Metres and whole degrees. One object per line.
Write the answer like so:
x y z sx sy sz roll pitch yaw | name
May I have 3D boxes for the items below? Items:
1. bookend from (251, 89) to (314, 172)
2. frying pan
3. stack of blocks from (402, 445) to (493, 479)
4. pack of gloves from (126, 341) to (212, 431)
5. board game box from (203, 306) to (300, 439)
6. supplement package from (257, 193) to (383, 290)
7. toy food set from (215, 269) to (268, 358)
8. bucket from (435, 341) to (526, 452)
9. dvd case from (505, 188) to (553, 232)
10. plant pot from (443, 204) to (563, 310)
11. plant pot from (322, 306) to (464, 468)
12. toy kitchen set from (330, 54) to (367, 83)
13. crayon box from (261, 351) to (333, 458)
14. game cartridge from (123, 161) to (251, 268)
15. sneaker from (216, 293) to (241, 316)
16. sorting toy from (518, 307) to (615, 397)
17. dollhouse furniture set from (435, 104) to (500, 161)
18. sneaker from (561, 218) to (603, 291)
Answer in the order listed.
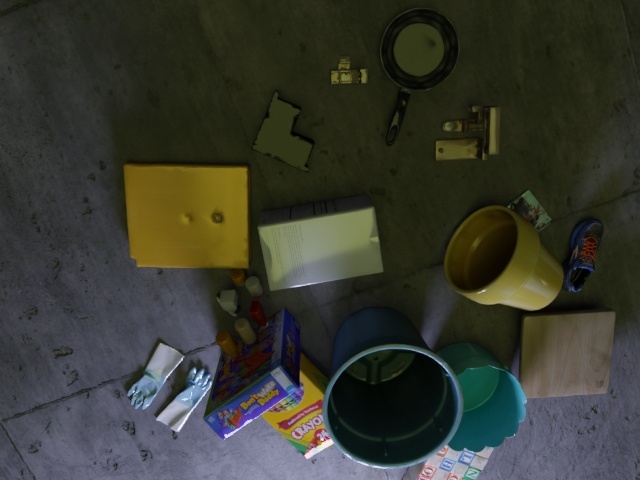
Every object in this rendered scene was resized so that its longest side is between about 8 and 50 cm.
-0.074 -0.278 1.524 0.156 0.072 0.157 21 104 -9 | bookend
0.251 -0.411 1.506 0.197 0.053 0.326 -6 109 0 | frying pan
0.378 0.698 1.830 0.171 0.087 0.297 22 105 -9 | stack of blocks
-0.442 0.438 1.743 0.195 0.046 0.232 32 103 -12 | pack of gloves
-0.167 0.332 1.563 0.233 0.347 0.078 -36 104 8 | board game box
0.000 0.000 1.557 0.293 0.175 0.177 -9 106 1 | supplement package
-0.203 0.195 1.608 0.111 0.232 0.104 -6 141 10 | toy food set
0.424 0.437 1.703 0.281 0.183 0.281 0 108 -2 | bucket
0.568 -0.070 1.642 0.087 0.013 0.119 -39 105 9 | dvd case
0.496 0.069 1.574 0.239 0.254 0.254 28 104 -26 | plant pot
0.168 0.352 1.589 0.341 0.334 0.341 -1 108 -2 | plant pot
0.069 -0.423 1.482 0.083 0.075 0.068 -4 106 -5 | toy kitchen set
-0.063 0.465 1.731 0.202 0.081 0.318 -38 104 20 | crayon box
-0.348 -0.066 1.594 0.324 0.052 0.285 2 107 0 | game cartridge
-0.257 0.175 1.681 0.035 0.031 0.083 -44 108 -3 | sneaker
0.691 0.311 1.723 0.256 0.089 0.257 -4 107 -1 | sorting toy
0.365 -0.264 1.504 0.123 0.151 0.144 -3 105 -1 | dollhouse furniture set
0.726 0.047 1.645 0.083 0.087 0.221 11 106 -6 | sneaker
